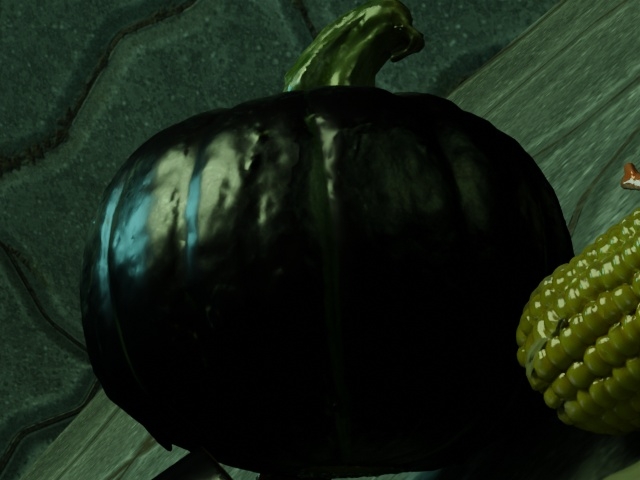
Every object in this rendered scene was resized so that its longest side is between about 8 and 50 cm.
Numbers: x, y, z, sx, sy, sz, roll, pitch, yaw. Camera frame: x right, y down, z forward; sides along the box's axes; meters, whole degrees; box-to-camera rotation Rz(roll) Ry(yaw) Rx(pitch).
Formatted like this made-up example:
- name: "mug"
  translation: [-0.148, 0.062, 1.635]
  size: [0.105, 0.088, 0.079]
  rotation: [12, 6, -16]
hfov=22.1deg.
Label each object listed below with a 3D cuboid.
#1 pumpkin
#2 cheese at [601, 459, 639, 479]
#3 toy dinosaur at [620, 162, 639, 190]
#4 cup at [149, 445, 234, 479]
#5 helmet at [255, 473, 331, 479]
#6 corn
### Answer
- name: "pumpkin"
  translation: [0.000, 0.000, 0.944]
  size: [0.296, 0.296, 0.296]
  rotation: [-43, 6, 5]
- name: "cheese"
  translation: [0.067, 0.161, 0.335]
  size: [0.328, 0.129, 0.351]
  rotation: [-38, 6, 26]
- name: "toy dinosaur"
  translation: [0.305, -0.114, 1.056]
  size: [0.279, 0.055, 0.101]
  rotation: [-34, 33, 44]
- name: "cup"
  translation: [-0.093, 0.216, 0.886]
  size: [0.177, 0.166, 0.239]
  rotation: [-41, 6, -9]
- name: "helmet"
  translation: [-0.036, 0.194, 1.100]
  size: [0.123, 0.070, 0.098]
  rotation: [-50, -1, 6]
- name: "corn"
  translation: [0.197, 0.004, 0.763]
  size: [0.244, 0.093, 0.093]
  rotation: [-41, 6, 30]
